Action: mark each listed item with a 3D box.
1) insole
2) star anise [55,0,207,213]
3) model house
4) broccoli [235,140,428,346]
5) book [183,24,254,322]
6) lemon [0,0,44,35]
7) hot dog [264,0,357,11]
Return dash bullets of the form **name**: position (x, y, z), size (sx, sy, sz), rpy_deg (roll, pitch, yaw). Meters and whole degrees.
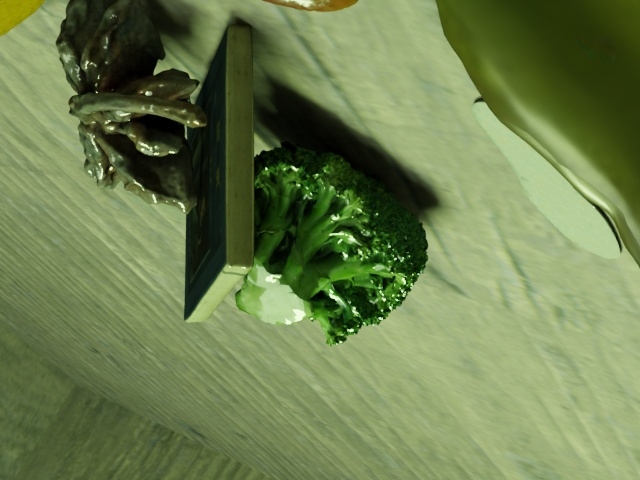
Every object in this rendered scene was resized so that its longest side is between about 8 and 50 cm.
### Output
- **insole**: position (0.165, -0.042, 1.094), size (0.065, 0.004, 0.197), rpy_deg (14, 156, 46)
- **star anise**: position (-0.161, -0.116, 1.233), size (0.209, 0.089, 0.231), rpy_deg (62, 162, 3)
- **model house**: position (0.143, -0.099, 0.592), size (0.193, 0.175, 0.234), rpy_deg (49, -171, 4)
- **broccoli**: position (0.000, 0.000, 1.273), size (0.195, 0.156, 0.195), rpy_deg (17, 126, 24)
- **book**: position (-0.088, -0.045, 1.248), size (0.025, 0.191, 0.269), rpy_deg (1, 168, -11)
- **lemon**: position (-0.255, -0.223, 1.004), size (0.188, 0.188, 0.256), rpy_deg (35, 167, -12)
- **hot dog**: position (-0.090, -0.226, 0.842), size (0.326, 0.107, 0.194), rpy_deg (34, 163, -10)
